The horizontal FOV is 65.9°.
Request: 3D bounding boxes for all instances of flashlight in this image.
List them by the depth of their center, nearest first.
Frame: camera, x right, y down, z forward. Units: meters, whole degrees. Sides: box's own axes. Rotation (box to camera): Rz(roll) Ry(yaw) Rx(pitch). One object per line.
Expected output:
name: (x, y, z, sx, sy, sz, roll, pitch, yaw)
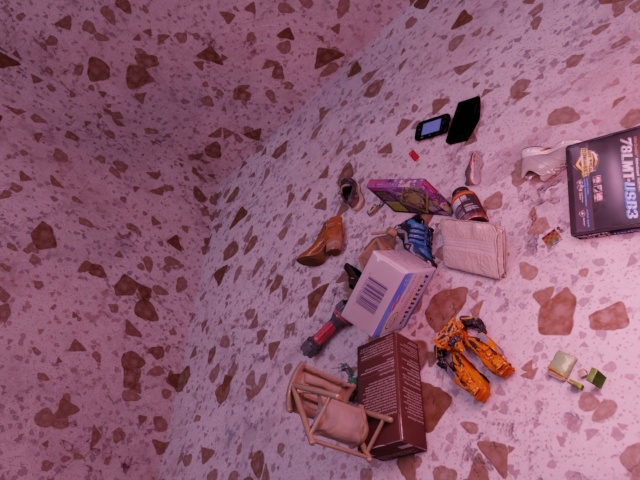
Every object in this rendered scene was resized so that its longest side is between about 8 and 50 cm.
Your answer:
flashlight: (0.033, 0.388, 2.135, 0.304, 0.103, 0.103, -47, 35, 15)

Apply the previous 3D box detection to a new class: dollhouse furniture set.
dollhouse furniture set: (0.665, 0.341, 1.308, 0.076, 0.059, 0.152, -60, 31, -5)

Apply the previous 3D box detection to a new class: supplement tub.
supplement tub: (0.551, -0.116, 1.843, 0.106, 0.106, 0.197, -39, 35, 28)

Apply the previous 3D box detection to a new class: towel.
towel: (0.524, 0.024, 1.717, 0.282, 0.049, 0.187, 11, 110, 59)

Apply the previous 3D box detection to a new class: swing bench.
swing bench: (0.043, 0.539, 1.567, 0.165, 0.253, 0.255, -61, 29, -3)

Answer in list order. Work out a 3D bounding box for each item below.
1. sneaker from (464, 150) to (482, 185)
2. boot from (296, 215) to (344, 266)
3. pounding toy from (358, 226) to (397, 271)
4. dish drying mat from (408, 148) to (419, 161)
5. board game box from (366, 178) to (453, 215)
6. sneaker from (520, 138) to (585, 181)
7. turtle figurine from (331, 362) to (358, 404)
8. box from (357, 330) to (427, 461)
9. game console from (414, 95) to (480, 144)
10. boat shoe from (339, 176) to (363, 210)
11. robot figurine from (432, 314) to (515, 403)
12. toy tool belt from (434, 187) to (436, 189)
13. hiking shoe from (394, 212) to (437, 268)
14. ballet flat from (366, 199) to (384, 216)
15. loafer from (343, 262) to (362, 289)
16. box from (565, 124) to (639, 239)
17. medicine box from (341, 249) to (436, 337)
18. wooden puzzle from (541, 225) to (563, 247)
sneaker: (0.601, -0.287, 1.972, 0.065, 0.061, 0.157, -22, 44, 54)
boot: (0.000, 0.000, 2.520, 0.284, 0.109, 0.220, -28, 43, 37)
pounding toy: (0.260, 0.040, 2.032, 0.206, 0.094, 0.181, -50, 28, 22)
dish drying mat: (0.444, -0.405, 2.351, 0.032, 0.008, 0.083, -46, 32, 18)
board game box: (0.368, -0.183, 2.065, 0.347, 0.208, 0.056, 11, 72, 57)
sneaker: (0.792, -0.257, 1.654, 0.262, 0.099, 0.120, -2, 73, 59)
turtle figurine: (0.088, 0.553, 1.858, 0.234, 0.118, 0.175, 128, 167, -78)
box: (0.236, 0.526, 1.683, 0.191, 0.143, 0.381, -32, 37, 36)
game console: (0.566, -0.520, 2.246, 0.361, 0.044, 0.213, -6, 58, 54)
boat shoe: (0.146, -0.261, 2.565, 0.103, 0.092, 0.285, -45, 33, 21)
robot figurine: (0.465, 0.355, 1.557, 0.211, 0.085, 0.291, -51, 31, 9)
toy tool belt: (0.475, -0.199, 2.092, 0.051, 0.052, 0.083, -8, 53, 14)
hiking shoe: (0.396, 0.000, 1.953, 0.132, 0.113, 0.304, -40, 39, 13)
ballet flat: (0.264, -0.164, 2.362, 0.114, 0.041, 0.041, -48, 32, 16)
loafer: (0.146, 0.175, 2.181, 0.078, 0.080, 0.220, -51, 31, 11)
box: (0.865, -0.167, 1.404, 0.293, 0.073, 0.295, -12, 69, 51)
medicine box: (0.248, 0.180, 1.757, 0.149, 0.289, 0.263, 33, 107, 29)
wooden puzzle: (0.737, -0.006, 1.570, 0.083, 0.006, 0.049, -42, 34, 24)
